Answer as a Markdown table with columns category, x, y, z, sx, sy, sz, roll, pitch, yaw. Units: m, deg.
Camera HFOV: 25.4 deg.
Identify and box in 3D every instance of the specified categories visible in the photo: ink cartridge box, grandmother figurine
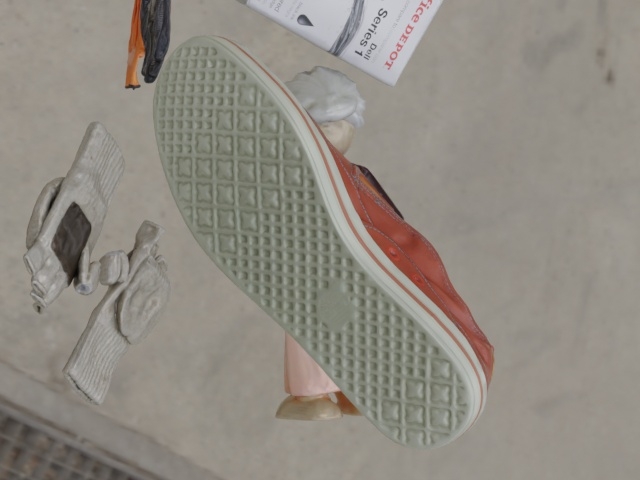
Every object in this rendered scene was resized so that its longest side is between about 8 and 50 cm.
| category | x | y | z | sx | sy | sz | roll | pitch | yaw |
| --- | --- | --- | --- | --- | --- | --- | --- | --- | --- |
| ink cartridge box | 0.027 | -0.301 | 1.662 | 0.219 | 0.092 | 0.160 | 25 | 99 | -27 |
| grandmother figurine | 0.000 | 0.000 | 1.385 | 0.208 | 0.104 | 0.342 | 1 | 87 | -41 |

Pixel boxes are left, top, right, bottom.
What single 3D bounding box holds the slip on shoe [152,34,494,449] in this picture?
| category | x | y | z | sx | sy | sz | roll | pitch | yaw |
| --- | --- | --- | --- | --- | --- | --- | --- | --- | --- |
| slip on shoe | 0.002 | -0.003 | 0.992 | 0.331 | 0.123 | 0.101 | 50 | 26 | 5 |

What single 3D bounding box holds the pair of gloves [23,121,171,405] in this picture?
| category | x | y | z | sx | sy | sz | roll | pitch | yaw |
| --- | --- | --- | --- | --- | --- | --- | --- | --- | --- |
| pair of gloves | -0.220 | 0.028 | 1.448 | 0.240 | 0.042 | 0.204 | 71 | 34 | -42 |

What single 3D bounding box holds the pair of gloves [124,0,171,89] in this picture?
| category | x | y | z | sx | sy | sz | roll | pitch | yaw |
| --- | --- | --- | --- | --- | --- | --- | --- | --- | --- |
| pair of gloves | -0.089 | -0.118 | 0.749 | 0.010 | 0.083 | 0.074 | 7 | 90 | -19 |
